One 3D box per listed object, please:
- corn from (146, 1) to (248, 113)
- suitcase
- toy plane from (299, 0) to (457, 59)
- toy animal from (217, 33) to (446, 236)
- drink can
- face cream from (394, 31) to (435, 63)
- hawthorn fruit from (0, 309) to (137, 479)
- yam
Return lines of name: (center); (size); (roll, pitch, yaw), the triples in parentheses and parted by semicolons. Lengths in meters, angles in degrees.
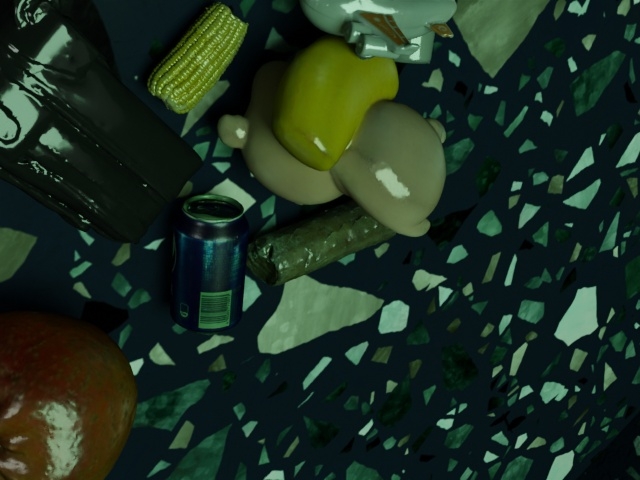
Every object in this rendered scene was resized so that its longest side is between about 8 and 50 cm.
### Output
corn: (-0.172, -0.258, 1.445); (0.085, 0.063, 0.165); (38, 86, -22)
suitcase: (-0.329, -0.158, 1.172); (0.188, 0.345, 0.339); (-55, 136, -7)
toy plane: (0.088, -0.350, 1.484); (0.244, 0.245, 0.117); (-16, 148, -33)
toy animal: (0.019, -0.161, 1.573); (0.345, 0.246, 0.278); (29, 52, -32)
drink can: (-0.172, 0.037, 1.582); (0.118, 0.118, 0.205); (-12, 122, -35)
face cream: (0.151, -0.438, 1.607); (0.143, 0.089, 0.315); (-6, 107, -37)
hawthorn fruit: (-0.372, 0.224, 1.434); (0.298, 0.277, 0.277); (-30, 135, -54)
yam: (0.000, 0.000, 1.722); (0.259, 0.093, 0.093); (-23, 128, -28)
